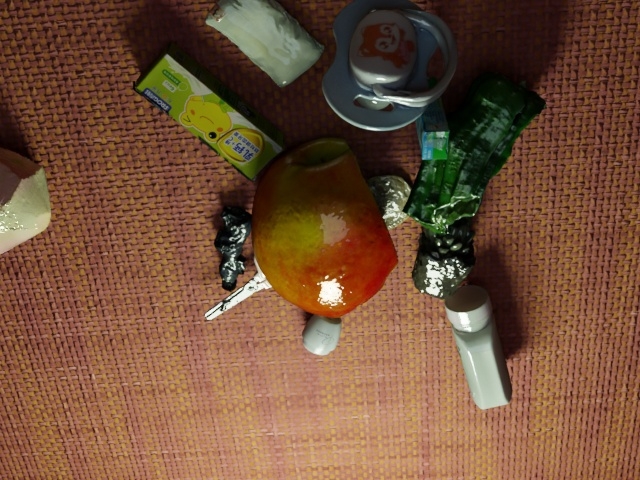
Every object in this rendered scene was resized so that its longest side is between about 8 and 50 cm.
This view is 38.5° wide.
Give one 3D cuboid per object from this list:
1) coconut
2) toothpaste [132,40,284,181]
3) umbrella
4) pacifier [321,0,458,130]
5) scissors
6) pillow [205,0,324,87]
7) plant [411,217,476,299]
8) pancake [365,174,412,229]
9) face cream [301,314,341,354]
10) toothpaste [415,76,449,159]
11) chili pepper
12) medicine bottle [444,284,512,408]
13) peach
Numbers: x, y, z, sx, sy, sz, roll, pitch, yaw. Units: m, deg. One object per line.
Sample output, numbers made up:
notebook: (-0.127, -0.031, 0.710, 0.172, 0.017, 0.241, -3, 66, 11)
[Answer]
coconut: (-0.700, -0.089, 1.968, 0.245, 0.233, 0.233, 20, 121, -3)
toothpaste: (-0.230, -0.270, 1.929, 0.327, 0.077, 0.110, 38, 114, -21)
umbrella: (-0.210, 0.027, 2.126, 0.080, 0.071, 0.224, 25, 129, 18)
pacifier: (0.128, -0.332, 1.821, 0.244, 0.299, 0.233, 12, 162, -3)
scissors: (-0.142, 0.098, 2.156, 0.318, 0.024, 0.160, -34, 121, 8)
pillow: (-0.111, -0.417, 1.849, 0.229, 0.051, 0.128, 39, 108, -22)
plant: (0.284, 0.031, 2.078, 0.129, 0.132, 0.194, 12, 123, -4)
pancake: (0.144, -0.085, 2.070, 0.152, 0.025, 0.151, 1, 121, 1)
face cream: (0.005, 0.223, 2.232, 0.091, 0.091, 0.095, 19, 113, -11)
toothpaste: (0.217, -0.248, 1.822, 0.050, 0.266, 0.065, -1, 122, 2)
chili pepper: (0.299, -0.178, 1.899, 0.168, 0.213, 0.384, 34, 108, 4)
medicine bottle: (0.381, 0.254, 2.200, 0.111, 0.161, 0.296, -14, 122, 8)
peach: (0.000, 0.000, 1.983, 0.306, 0.242, 0.380, -16, 121, 6)
